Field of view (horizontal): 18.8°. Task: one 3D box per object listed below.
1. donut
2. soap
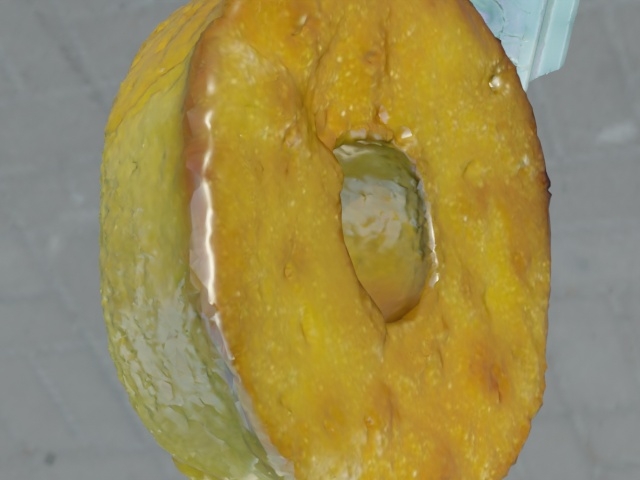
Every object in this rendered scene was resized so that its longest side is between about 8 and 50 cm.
[{"bbox_3d":[0.000,0.000,0.951,0.110,0.303,0.303,-10,129,36],"label":"donut"},{"bbox_3d":[0.158,-0.262,1.670,0.150,0.094,0.261,29,130,25],"label":"soap"}]
